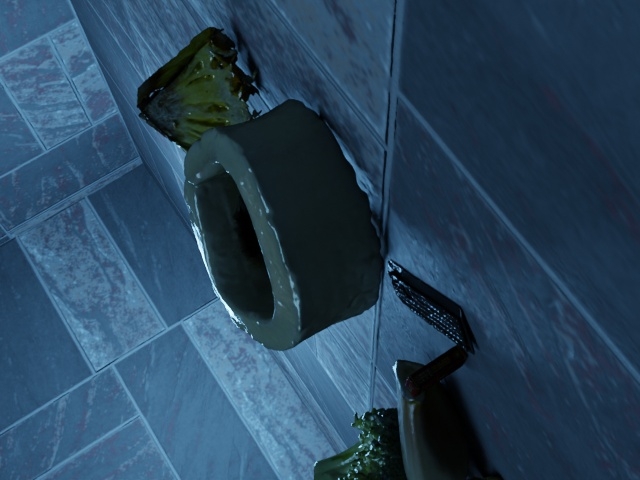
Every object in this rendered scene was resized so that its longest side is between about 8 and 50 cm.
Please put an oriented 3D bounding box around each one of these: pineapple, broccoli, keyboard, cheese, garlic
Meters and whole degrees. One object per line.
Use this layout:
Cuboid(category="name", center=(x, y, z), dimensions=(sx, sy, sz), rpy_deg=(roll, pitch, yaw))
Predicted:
Cuboid(category="pineapple", center=(-0.184, -0.210, 1.352), dimensions=(0.114, 0.186, 0.236), rpy_deg=(-105, 10, -61))
Cuboid(category="broccoli", center=(0.104, 0.427, 1.583), dimensions=(0.247, 0.243, 0.263), rpy_deg=(-4, -98, -60))
Cuboid(category="keyboard", center=(0.140, 0.086, 1.172), dimensions=(0.196, 0.015, 0.074), rpy_deg=(36, 155, 61))
Cuboid(category="cheese", center=(-0.066, -0.024, 1.240), dimensions=(0.292, 0.153, 0.332), rpy_deg=(20, 127, 55))
Cuboid(category="garlic", center=(0.165, 0.299, 1.380), dimensions=(0.143, 0.112, 0.318), rpy_deg=(-96, -13, -53))

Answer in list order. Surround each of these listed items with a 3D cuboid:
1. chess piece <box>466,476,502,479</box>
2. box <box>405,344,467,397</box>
Cuboid(category="chess piece", center=(0.255, 0.404, 1.402), dimensions=(0.066, 0.066, 0.122), rpy_deg=(56, 165, 12))
Cuboid(category="box", center=(0.153, 0.173, 1.176), dimensions=(0.023, 0.082, 0.051), rpy_deg=(55, 168, 18))
